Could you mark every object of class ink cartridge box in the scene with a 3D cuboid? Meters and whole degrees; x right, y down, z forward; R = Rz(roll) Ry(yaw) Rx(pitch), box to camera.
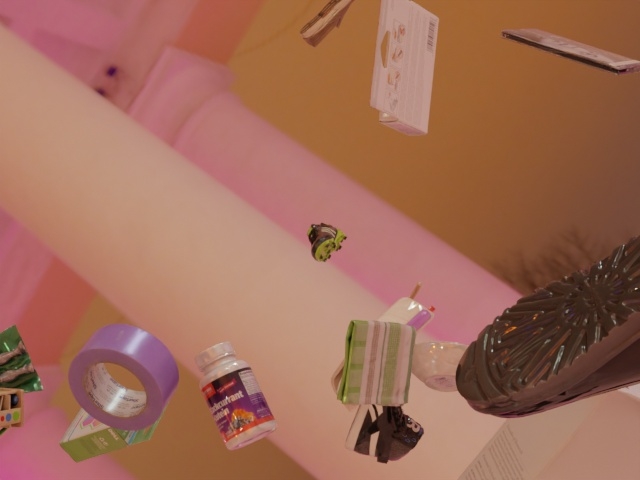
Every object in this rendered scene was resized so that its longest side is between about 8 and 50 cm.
[{"bbox_3d":[0.165,-0.388,2.477,0.239,0.060,0.275,16,-102,-52],"label":"ink cartridge box"},{"bbox_3d":[-0.418,0.369,2.299,0.209,0.062,0.109,-21,25,31],"label":"ink cartridge box"}]

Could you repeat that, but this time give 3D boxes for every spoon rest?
[{"bbox_3d":[0.157,0.214,1.927,0.137,0.276,0.084,41,-136,-43],"label":"spoon rest"}]

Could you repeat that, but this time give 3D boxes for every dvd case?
[{"bbox_3d":[0.446,-0.335,2.003,0.164,0.221,0.018,-18,-52,-57],"label":"dvd case"}]

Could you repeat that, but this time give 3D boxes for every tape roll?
[{"bbox_3d":[-0.361,0.252,2.091,0.080,0.189,0.189,-60,-6,-55],"label":"tape roll"}]

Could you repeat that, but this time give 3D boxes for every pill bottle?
[{"bbox_3d":[-0.171,0.300,2.218,0.108,0.193,0.108,-25,-14,-7],"label":"pill bottle"}]

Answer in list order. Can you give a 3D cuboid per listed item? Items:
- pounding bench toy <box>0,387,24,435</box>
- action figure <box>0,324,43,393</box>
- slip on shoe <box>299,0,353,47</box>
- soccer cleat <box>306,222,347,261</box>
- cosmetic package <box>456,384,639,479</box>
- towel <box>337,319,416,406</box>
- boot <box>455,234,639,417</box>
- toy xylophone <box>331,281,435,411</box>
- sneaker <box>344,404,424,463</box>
[{"bbox_3d":[-0.442,0.246,1.555,0.065,0.052,0.083,1,-91,-62],"label":"pounding bench toy"},{"bbox_3d":[-0.654,0.266,2.128,0.232,0.137,0.063,-25,-12,-9],"label":"action figure"},{"bbox_3d":[0.023,-0.421,2.152,0.135,0.041,0.051,-43,25,0],"label":"slip on shoe"},{"bbox_3d":[0.000,0.000,2.302,0.060,0.072,0.179,-62,-8,14],"label":"soccer cleat"},{"bbox_3d":[0.406,0.368,1.857,0.385,0.217,0.156,-54,26,17],"label":"cosmetic package"},{"bbox_3d":[0.075,0.163,1.514,0.152,0.023,0.113,12,-96,-52],"label":"towel"},{"bbox_3d":[0.427,0.209,1.321,0.367,0.445,0.146,-33,29,20],"label":"boot"},{"bbox_3d":[0.137,0.212,2.336,0.236,0.081,0.323,-41,-12,-29],"label":"toy xylophone"},{"bbox_3d":[0.129,0.285,1.941,0.079,0.121,0.217,-68,-2,-59],"label":"sneaker"}]
